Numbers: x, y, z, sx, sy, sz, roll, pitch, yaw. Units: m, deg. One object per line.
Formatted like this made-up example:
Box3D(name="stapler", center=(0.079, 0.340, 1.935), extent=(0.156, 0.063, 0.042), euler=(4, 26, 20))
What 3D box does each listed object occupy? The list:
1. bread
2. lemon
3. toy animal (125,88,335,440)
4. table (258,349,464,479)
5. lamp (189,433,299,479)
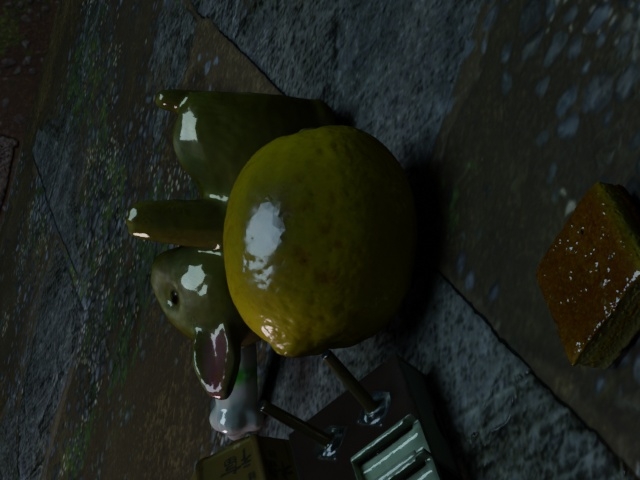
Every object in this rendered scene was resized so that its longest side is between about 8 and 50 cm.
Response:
Box3D(name="bread", center=(0.185, 0.023, 0.944), extent=(0.094, 0.035, 0.090), euler=(-105, 34, -48))
Box3D(name="lemon", center=(0.000, 0.000, 1.231), extent=(0.170, 0.170, 0.207), euler=(155, 119, -63))
Box3D(name="toy animal", center=(-0.107, 0.015, 1.455), extent=(0.181, 0.180, 0.363), euler=(9, -81, -76))
Box3D(name="table", center=(0.032, 0.191, 1.081), extent=(0.121, 0.111, 0.240), euler=(-40, 36, 16))
Box3D(name="lamp", center=(-0.040, 0.266, 1.220), extent=(0.185, 0.161, 0.161), euler=(-114, 41, -53))
